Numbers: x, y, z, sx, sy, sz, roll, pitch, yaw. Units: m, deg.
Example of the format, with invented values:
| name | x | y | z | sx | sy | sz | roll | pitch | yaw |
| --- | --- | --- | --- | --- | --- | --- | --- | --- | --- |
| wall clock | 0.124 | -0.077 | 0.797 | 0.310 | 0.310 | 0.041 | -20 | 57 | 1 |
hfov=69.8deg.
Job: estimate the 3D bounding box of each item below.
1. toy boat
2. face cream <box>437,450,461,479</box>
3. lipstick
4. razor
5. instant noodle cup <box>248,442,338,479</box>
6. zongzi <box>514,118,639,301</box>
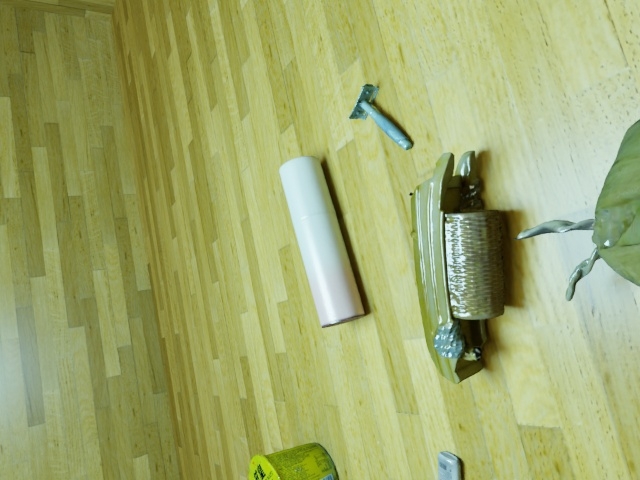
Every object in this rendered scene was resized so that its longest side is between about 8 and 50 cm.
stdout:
| name | x | y | z | sx | sy | sz | roll | pitch | yaw |
| --- | --- | --- | --- | --- | --- | --- | --- | --- | --- |
| toy boat | 0.188 | 0.036 | 0.614 | 0.115 | 0.090 | 0.309 | -2 | 93 | 54 |
| face cream | 0.200 | 0.373 | 0.711 | 0.040 | 0.021 | 0.083 | 4 | 98 | 56 |
| lipstick | 0.000 | 0.000 | 0.893 | 0.087 | 0.087 | 0.326 | -35 | 67 | 53 |
| razor | 0.104 | -0.193 | 0.756 | 0.135 | 0.040 | 0.068 | 53 | 137 | 31 |
| instant noodle cup | -0.053 | 0.539 | 1.010 | 0.182 | 0.144 | 0.182 | 13 | 106 | 54 |
| zongzi | 0.248 | -0.043 | 0.184 | 0.500 | 0.467 | 0.218 | 25 | 94 | 54 |
